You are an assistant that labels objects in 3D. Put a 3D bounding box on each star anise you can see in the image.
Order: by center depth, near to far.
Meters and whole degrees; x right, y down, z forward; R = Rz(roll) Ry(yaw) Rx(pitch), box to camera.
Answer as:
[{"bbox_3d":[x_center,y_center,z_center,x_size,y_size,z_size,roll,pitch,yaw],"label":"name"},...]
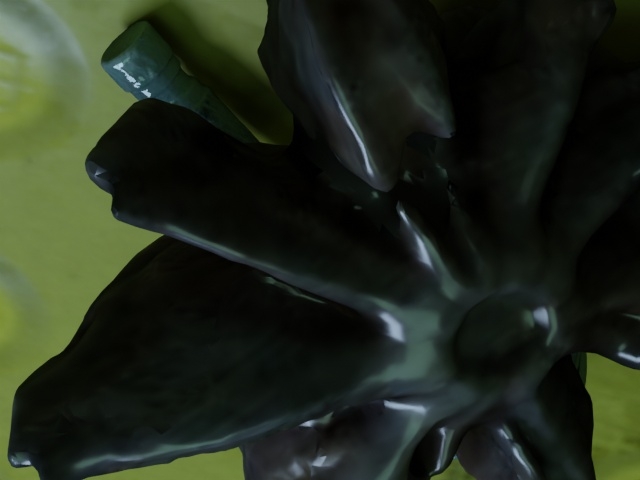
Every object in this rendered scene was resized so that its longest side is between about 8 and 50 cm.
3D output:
[{"bbox_3d":[0.044,0.020,0.669,0.316,0.139,0.359,-20,121,-3],"label":"star anise"}]

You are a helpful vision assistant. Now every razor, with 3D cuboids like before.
[{"bbox_3d":[0.000,0.000,0.754,0.106,0.068,0.232,-24,120,35],"label":"razor"}]
